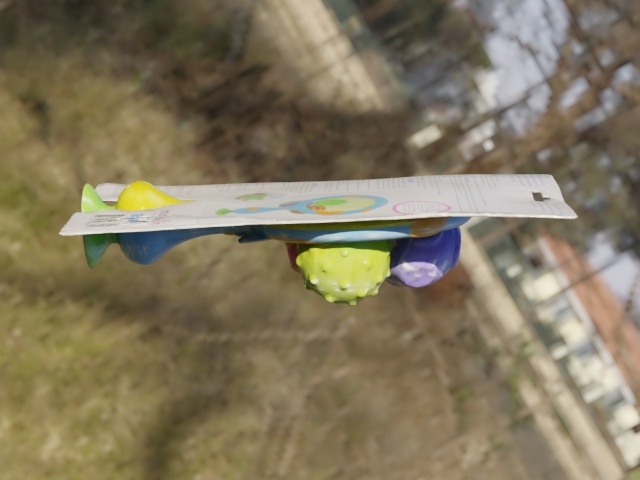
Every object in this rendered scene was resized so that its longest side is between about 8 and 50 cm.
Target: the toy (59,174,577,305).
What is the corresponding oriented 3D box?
[{"bbox_3d":[0.000,0.000,0.930,0.137,0.237,0.056,-81,173,-79],"label":"toy"}]
